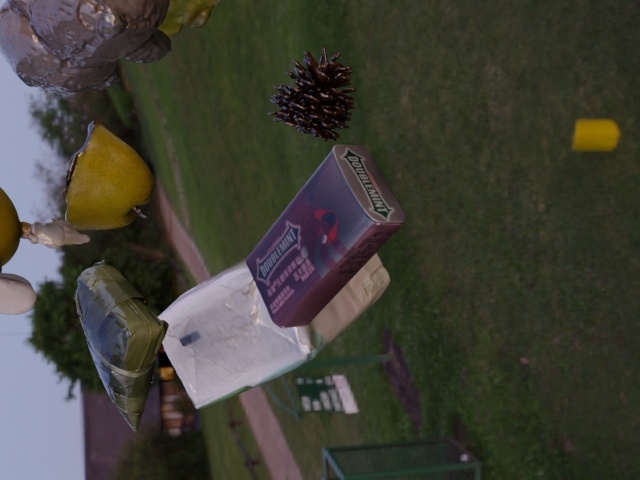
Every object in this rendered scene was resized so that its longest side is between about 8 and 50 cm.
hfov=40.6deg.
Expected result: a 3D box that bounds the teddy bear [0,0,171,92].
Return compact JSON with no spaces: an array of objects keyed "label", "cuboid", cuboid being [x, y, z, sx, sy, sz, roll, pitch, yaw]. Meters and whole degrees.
[{"label":"teddy bear","cuboid":[-0.295,-0.278,1.074,0.267,0.236,0.151,-17,56,55]}]

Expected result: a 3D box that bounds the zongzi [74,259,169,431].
[{"label":"zongzi","cuboid":[-0.181,0.090,0.752,0.109,0.055,0.119,44,133,38]}]

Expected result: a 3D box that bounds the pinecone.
[{"label":"pinecone","cuboid":[-0.006,-0.280,1.636,0.163,0.162,0.165,-130,61,-73]}]

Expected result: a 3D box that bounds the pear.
[{"label":"pear","cuboid":[-0.456,-0.125,1.909,0.267,0.178,0.267,-165,90,-80]}]

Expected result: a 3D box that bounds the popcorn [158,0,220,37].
[{"label":"popcorn","cuboid":[-0.291,-0.497,1.384,0.334,0.292,0.294,-10,65,38]}]

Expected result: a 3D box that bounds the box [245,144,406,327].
[{"label":"box","cuboid":[0.000,0.000,1.047,0.224,0.069,0.120,-48,57,40]}]

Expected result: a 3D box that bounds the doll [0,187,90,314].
[{"label":"doll","cuboid":[-0.633,-0.002,1.584,0.423,0.348,0.161,-71,2,-60]}]

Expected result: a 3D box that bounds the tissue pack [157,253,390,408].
[{"label":"tissue pack","cuboid":[-0.072,0.109,1.468,0.194,0.266,0.356,61,-149,-2]}]
